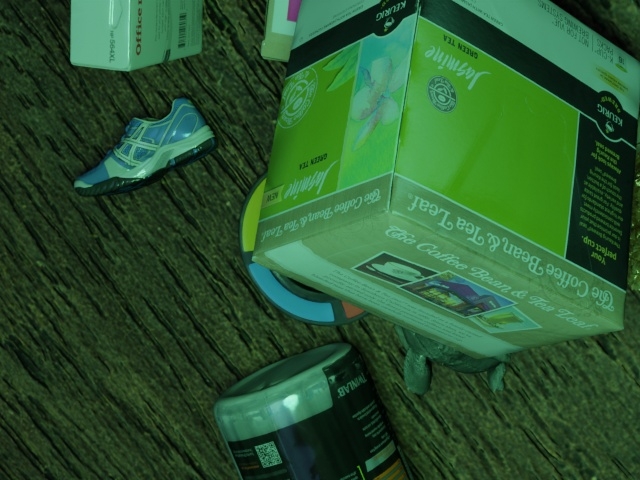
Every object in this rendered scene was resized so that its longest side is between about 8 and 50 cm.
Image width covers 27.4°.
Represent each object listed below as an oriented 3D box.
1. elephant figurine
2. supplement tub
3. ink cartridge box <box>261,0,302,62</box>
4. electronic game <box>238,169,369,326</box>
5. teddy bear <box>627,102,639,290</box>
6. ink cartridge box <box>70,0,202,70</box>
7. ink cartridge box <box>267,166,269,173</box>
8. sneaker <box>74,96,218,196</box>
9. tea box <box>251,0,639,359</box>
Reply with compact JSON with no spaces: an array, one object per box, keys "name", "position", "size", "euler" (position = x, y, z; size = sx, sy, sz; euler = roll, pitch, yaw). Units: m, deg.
[{"name":"elephant figurine","position":[0.146,0.101,1.555],"size":[0.186,0.239,0.169],"euler":[29,112,12]},{"name":"supplement tub","position":[0.015,0.319,1.679],"size":[0.207,0.207,0.338],"euler":[-20,95,24]},{"name":"ink cartridge box","position":[0.021,-0.326,1.521],"size":[0.088,0.193,0.235],"euler":[14,108,21]},{"name":"electronic game","position":[0.000,0.000,1.692],"size":[0.229,0.048,0.229],"euler":[5,104,20]},{"name":"teddy bear","position":[0.418,-0.049,1.484],"size":[0.245,0.113,0.338],"euler":[-33,90,23]},{"name":"ink cartridge box","position":[-0.223,-0.296,1.619],"size":[0.086,0.203,0.148],"euler":[9,106,19]},{"name":"ink cartridge box","position":[-0.035,-0.074,1.656],"size":[0.063,0.029,0.115],"euler":[14,100,22]},{"name":"sneaker","position":[-0.238,-0.118,1.746],"size":[0.211,0.080,0.081],"euler":[-24,87,15]},{"name":"tea box","position":[0.141,-0.087,1.363],"size":[0.220,0.329,0.323],"euler":[-20,53,48]}]
